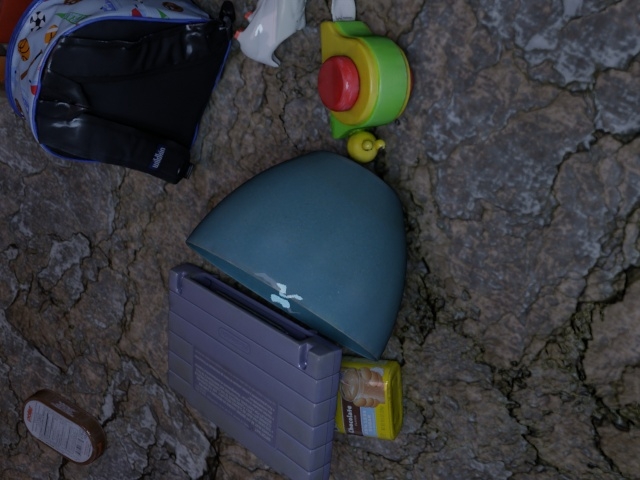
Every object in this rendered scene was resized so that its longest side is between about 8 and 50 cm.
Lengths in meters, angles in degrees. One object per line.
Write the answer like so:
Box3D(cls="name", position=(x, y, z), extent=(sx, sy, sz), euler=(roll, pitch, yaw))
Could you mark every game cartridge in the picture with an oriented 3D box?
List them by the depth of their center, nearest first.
Box3D(cls="game cartridge", position=(-0.113, 0.197, 1.111), extent=(0.355, 0.068, 0.230), euler=(24, 122, 41))

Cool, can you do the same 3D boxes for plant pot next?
Box3D(cls="plant pot", position=(0.000, 0.000, 0.958), extent=(0.290, 0.290, 0.195), euler=(30, 80, 14))

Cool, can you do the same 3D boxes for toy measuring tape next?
Box3D(cls="toy measuring tape", position=(0.056, -0.261, 0.910), extent=(0.121, 0.121, 0.330), euler=(2, 102, 25))

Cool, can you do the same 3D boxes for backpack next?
Box3D(cls="backpack", position=(-0.284, -0.229, 0.996), extent=(0.213, 0.263, 0.276), euler=(37, 119, 29))

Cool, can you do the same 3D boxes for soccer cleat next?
Box3D(cls="soccer cleat", position=(-0.042, -0.323, 0.969), extent=(0.076, 0.068, 0.196), euler=(30, 117, -8))

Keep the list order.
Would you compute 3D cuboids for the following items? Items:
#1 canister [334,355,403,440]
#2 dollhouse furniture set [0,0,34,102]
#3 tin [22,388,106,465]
Box3D(cls="canister", position=(0.034, 0.232, 1.106), extent=(0.170, 0.073, 0.126), euler=(2, 107, 23))
Box3D(cls="dollhouse furniture set", position=(-0.442, -0.319, 1.043), extent=(0.135, 0.259, 0.262), euler=(38, 120, 20))
Box3D(cls="tin", position=(-0.501, 0.363, 1.423), extent=(0.190, 0.040, 0.106), euler=(25, 111, 16))
